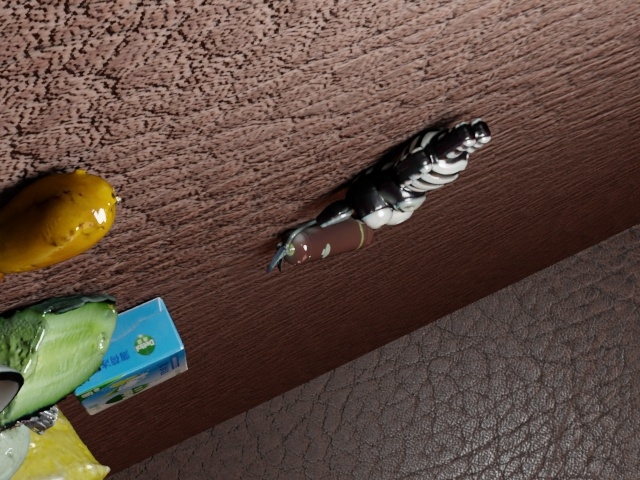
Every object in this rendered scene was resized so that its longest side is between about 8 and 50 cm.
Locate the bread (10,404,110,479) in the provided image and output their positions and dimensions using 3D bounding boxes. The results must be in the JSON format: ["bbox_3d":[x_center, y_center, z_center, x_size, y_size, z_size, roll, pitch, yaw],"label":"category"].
[{"bbox_3d":[-0.383,0.285,1.896,0.197,0.171,0.197,-27,170,-5],"label":"bread"}]

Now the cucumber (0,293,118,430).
[{"bbox_3d":[-0.283,0.107,1.507,0.085,0.115,0.193,18,-162,26],"label":"cucumber"}]

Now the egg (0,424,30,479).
[{"bbox_3d":[-0.407,0.227,1.661,0.164,0.131,0.131,-16,167,-19],"label":"egg"}]

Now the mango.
[{"bbox_3d":[-0.207,-0.014,1.124,0.127,0.063,0.077,-25,176,24],"label":"mango"}]

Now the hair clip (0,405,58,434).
[{"bbox_3d":[-0.359,0.167,1.556,0.172,0.049,0.116,12,147,-29],"label":"hair clip"}]

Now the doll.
[{"bbox_3d":[0.091,-0.064,1.586,0.219,0.067,0.091,-32,173,39],"label":"doll"}]

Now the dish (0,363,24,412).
[{"bbox_3d":[-0.399,0.153,1.202,0.316,0.106,0.316,-33,169,-7],"label":"dish"}]

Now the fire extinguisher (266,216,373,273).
[{"bbox_3d":[0.000,0.000,1.754,0.158,0.043,0.064,-15,135,-49],"label":"fire extinguisher"}]

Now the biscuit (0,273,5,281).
[{"bbox_3d":[-0.340,0.049,1.218,0.187,0.027,0.188,-24,169,-5],"label":"biscuit"}]

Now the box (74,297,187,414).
[{"bbox_3d":[-0.239,0.142,1.802,0.139,0.073,0.194,-25,170,-8],"label":"box"}]
